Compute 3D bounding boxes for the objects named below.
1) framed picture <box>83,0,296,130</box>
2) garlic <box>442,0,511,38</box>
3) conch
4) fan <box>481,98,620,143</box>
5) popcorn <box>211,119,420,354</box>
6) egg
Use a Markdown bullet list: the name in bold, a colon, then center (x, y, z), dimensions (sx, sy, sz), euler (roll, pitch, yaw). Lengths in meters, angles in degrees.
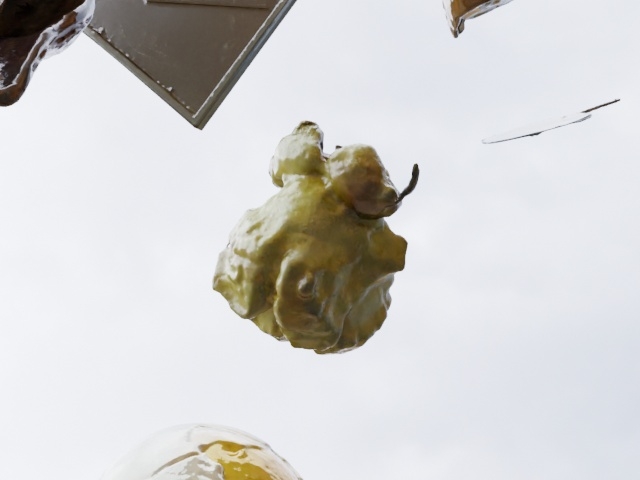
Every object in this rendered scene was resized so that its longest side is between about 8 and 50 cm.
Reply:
- **framed picture**: center (-0.155, -0.258, 1.397), dimensions (0.189, 0.260, 0.023), euler (-53, -27, 5)
- **garlic**: center (0.129, -0.194, 0.682), dimensions (0.196, 0.087, 0.101), euler (-29, -91, 2)
- **conch**: center (-0.158, -0.128, 0.656), dimensions (0.086, 0.232, 0.080), euler (22, -46, -38)
- **fan**: center (0.244, -0.123, 1.379), dimensions (0.175, 0.113, 0.005), euler (-21, -81, -30)
- **popcorn**: center (0.008, 0.006, 1.214), dimensions (0.168, 0.173, 0.195), euler (29, -91, -23)
- **egg**: center (-0.139, 0.347, 1.526), dimensions (0.283, 0.345, 0.283), euler (0, -87, -9)
